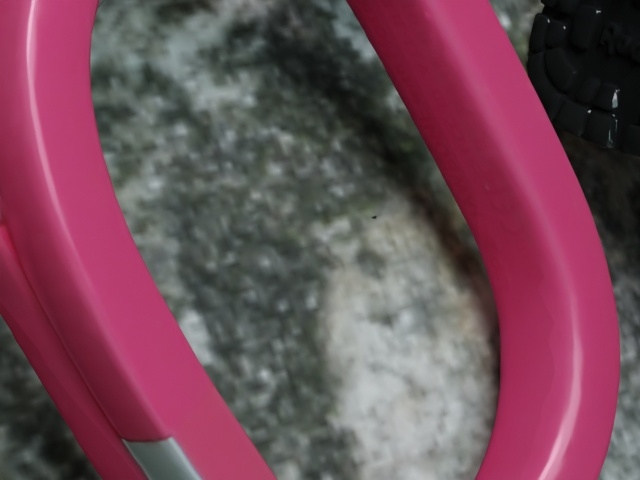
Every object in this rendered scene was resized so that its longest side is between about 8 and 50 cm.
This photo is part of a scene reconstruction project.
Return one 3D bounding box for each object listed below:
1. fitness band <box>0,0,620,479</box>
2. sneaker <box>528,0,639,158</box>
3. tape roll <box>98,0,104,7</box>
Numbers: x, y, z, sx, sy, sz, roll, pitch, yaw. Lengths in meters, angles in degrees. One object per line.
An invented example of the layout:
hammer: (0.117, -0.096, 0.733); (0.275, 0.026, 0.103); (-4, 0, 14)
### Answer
fitness band: (0.000, 0.000, 0.537); (0.209, 0.054, 0.291); (-43, 113, -37)
sneaker: (0.203, -0.039, 0.596); (0.124, 0.107, 0.283); (8, 25, -30)
tape roll: (-0.218, -0.200, 0.515); (0.392, 0.072, 0.392); (10, 69, -26)
